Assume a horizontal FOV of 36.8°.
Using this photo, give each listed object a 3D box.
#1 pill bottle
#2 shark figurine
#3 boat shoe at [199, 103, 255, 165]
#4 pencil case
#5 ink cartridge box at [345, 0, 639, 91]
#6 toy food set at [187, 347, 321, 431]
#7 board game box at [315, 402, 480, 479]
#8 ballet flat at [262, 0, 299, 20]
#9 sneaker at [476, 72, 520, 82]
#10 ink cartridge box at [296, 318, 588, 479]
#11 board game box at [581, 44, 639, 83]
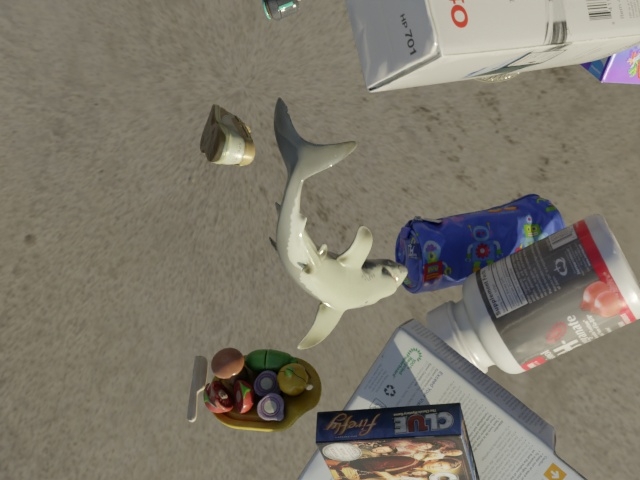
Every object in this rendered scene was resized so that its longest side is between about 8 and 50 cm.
[{"bbox_3d":[0.335,0.103,1.518,0.319,0.176,0.176,-28,101,16],"label":"pill bottle"},{"bbox_3d":[-0.021,-0.003,1.039,0.166,0.116,0.278,-44,136,-13],"label":"shark figurine"},{"bbox_3d":[-0.094,-0.103,0.981,0.045,0.135,0.050,15,110,-17],"label":"boat shoe"},{"bbox_3d":[0.275,0.001,1.668,0.306,0.119,0.133,-12,104,-15],"label":"pencil case"},{"bbox_3d":[0.108,-0.176,0.593,0.191,0.082,0.139,-13,89,-29],"label":"ink cartridge box"},{"bbox_3d":[-0.110,0.213,1.449,0.218,0.128,0.071,0,143,16],"label":"toy food set"},{"bbox_3d":[0.102,0.274,1.152,0.165,0.042,0.243,-7,141,13],"label":"board game box"},{"bbox_3d":[-0.059,-0.433,1.640,0.074,0.203,0.074,-1,125,-1],"label":"ballet flat"},{"bbox_3d":[0.169,-0.277,1.195,0.222,0.118,0.083,12,134,-36],"label":"sneaker"},{"bbox_3d":[0.162,0.330,1.312,0.330,0.071,0.324,39,115,16],"label":"ink cartridge box"},{"bbox_3d":[0.461,-0.290,1.285,0.347,0.233,0.078,-2,126,-24],"label":"board game box"}]
